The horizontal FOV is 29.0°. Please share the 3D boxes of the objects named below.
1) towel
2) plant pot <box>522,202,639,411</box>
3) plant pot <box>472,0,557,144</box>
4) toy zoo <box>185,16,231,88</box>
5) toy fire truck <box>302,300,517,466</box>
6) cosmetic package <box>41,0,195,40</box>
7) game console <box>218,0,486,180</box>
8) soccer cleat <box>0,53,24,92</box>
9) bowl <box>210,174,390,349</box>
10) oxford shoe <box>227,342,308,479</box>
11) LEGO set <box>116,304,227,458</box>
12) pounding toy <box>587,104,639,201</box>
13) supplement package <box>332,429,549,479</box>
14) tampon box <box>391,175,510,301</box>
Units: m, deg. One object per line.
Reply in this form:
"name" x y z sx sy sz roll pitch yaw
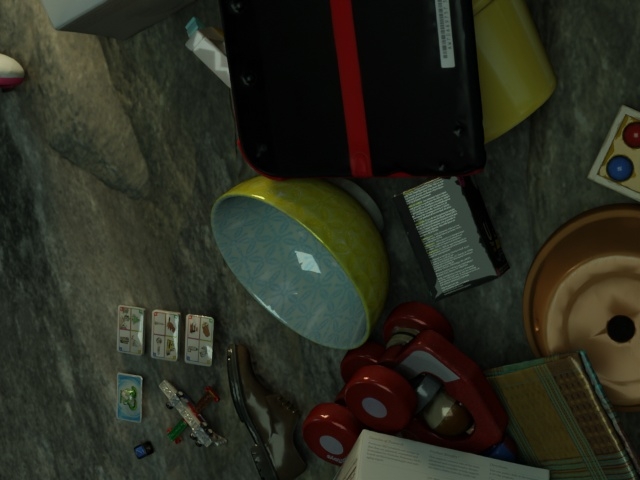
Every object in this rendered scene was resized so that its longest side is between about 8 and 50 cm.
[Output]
"towel" 0.314 0.285 1.651 0.040 0.370 0.271 -26 87 -22
"plant pot" 0.406 0.100 1.656 0.290 0.203 0.291 2 96 16
"plant pot" 0.189 -0.264 1.668 0.254 0.254 0.239 -34 102 16
"toy zoo" -0.082 -0.217 1.764 0.293 0.192 0.030 45 105 8
"toy fire truck" 0.142 0.249 1.735 0.254 0.169 0.302 39 138 -4
"cosmetic package" -0.269 -0.403 1.780 0.224 0.224 0.138 -25 89 16
"game console" 0.031 -0.264 1.554 0.342 0.060 0.387 -1 107 24
"soccer cleat" -0.624 -0.303 1.947 0.331 0.116 0.143 4 97 16
"bowl" 0.000 0.000 1.768 0.289 0.289 0.156 39 61 9
"oxford shoe" -0.081 0.257 1.886 0.096 0.083 0.227 -21 88 -6
"LEGO set" -0.236 0.229 1.946 0.182 0.060 0.244 5 96 28
"pounding toy" 0.453 -0.115 1.671 0.141 0.100 0.130 26 103 12
"supplement package" 0.150 0.383 1.672 0.261 0.204 0.145 14 57 -5
"tampon box" 0.186 -0.011 1.747 0.101 0.120 0.161 -22 90 17
